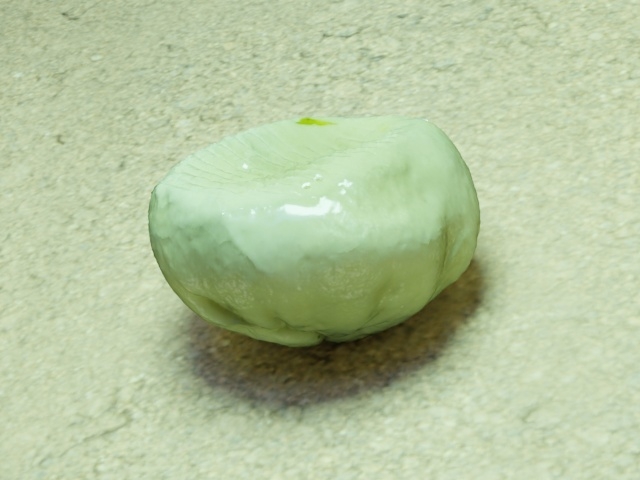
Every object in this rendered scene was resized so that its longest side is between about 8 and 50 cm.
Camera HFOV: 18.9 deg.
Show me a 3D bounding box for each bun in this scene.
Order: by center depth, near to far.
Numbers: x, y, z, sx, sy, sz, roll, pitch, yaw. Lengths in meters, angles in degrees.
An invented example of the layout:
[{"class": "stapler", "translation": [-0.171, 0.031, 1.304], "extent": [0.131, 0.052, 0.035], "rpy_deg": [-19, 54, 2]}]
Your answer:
[{"class": "bun", "translation": [0.000, 0.000, 1.488], "extent": [0.259, 0.160, 0.259], "rpy_deg": [-12, 16, 3]}]
